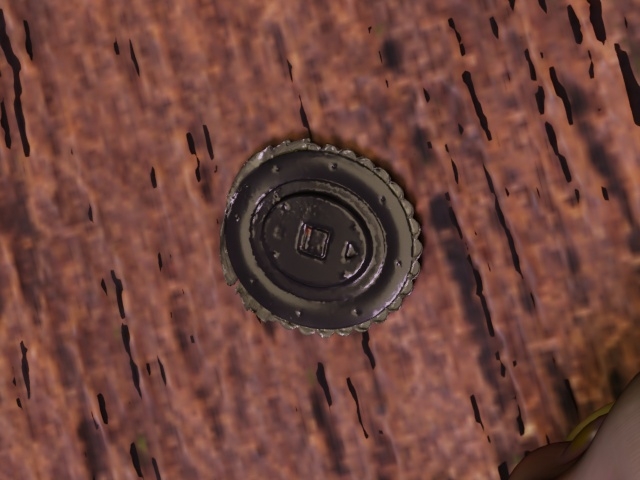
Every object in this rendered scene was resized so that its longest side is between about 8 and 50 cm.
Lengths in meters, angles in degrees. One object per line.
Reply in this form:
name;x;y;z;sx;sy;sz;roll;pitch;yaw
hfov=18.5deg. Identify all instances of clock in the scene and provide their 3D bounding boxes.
clock;0.000;0.000;0.749;0.083;0.010;0.074;16;99;20

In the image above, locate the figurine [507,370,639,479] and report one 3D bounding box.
figurine;0.115;0.155;0.654;0.205;0.224;0.382;41;131;-6
